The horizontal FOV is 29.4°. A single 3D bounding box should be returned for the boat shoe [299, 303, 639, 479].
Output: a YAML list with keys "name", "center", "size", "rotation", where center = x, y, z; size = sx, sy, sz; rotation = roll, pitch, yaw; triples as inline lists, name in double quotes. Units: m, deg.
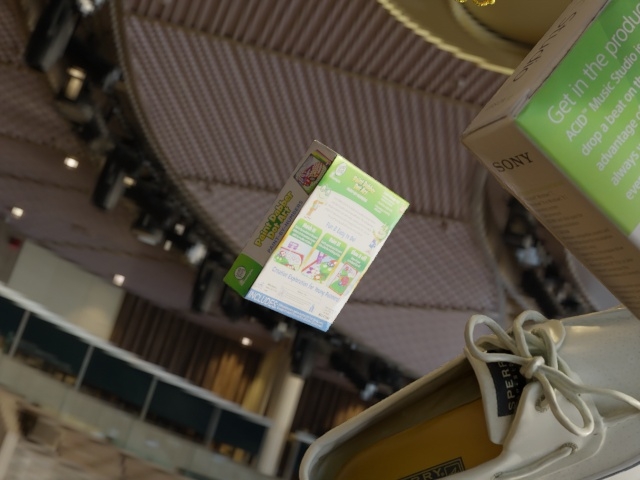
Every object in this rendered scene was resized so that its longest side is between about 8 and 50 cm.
- name: "boat shoe"
  center: [0.147, 0.116, 0.913]
  size: [0.367, 0.136, 0.156]
  rotation: [-24, -38, 7]

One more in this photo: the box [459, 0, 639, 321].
- name: "box"
  center: [0.248, -0.022, 0.565]
  size: [0.322, 0.232, 0.058]
  rotation: [44, -18, -11]

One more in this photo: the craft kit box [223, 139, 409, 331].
- name: "craft kit box"
  center: [0.000, 0.000, 1.833]
  size: [0.061, 0.247, 0.250]
  rotation: [38, 5, 33]

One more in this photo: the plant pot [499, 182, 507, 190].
- name: "plant pot"
  center: [0.330, -0.151, 1.686]
  size: [0.201, 0.180, 0.201]
  rotation: [26, -40, 24]

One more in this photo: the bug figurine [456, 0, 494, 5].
- name: "bug figurine"
  center: [0.106, -0.365, 1.444]
  size: [0.279, 0.072, 0.216]
  rotation: [6, -23, -5]
